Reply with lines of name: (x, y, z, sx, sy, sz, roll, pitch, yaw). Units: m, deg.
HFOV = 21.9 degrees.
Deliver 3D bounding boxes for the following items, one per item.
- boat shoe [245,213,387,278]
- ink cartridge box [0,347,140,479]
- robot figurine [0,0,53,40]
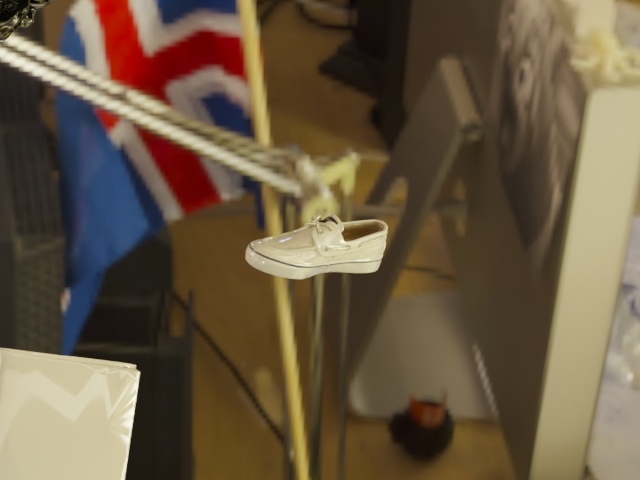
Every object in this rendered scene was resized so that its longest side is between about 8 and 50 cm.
boat shoe: (0.000, 0.000, 0.985, 0.100, 0.035, 0.035, 0, 30, -37)
ink cartridge box: (-0.343, 0.321, 1.832, 0.166, 0.395, 0.285, 11, -9, -24)
robot figurine: (-0.167, -0.232, 0.971, 0.085, 0.211, 0.291, 15, 26, 42)
